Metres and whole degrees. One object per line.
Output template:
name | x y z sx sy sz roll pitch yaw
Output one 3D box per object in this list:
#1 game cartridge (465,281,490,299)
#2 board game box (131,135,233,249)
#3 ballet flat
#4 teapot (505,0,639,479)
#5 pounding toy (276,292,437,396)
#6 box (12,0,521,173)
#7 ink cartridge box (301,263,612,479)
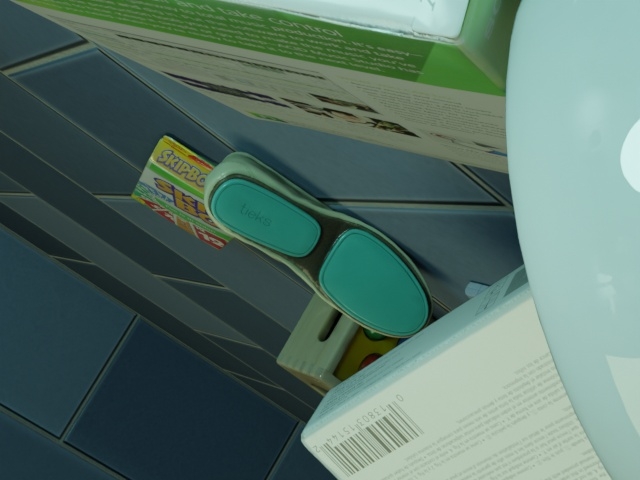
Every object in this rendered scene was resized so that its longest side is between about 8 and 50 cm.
game cartridge | 0.171 0.063 1.134 0.083 0.017 0.056 20 160 39
board game box | -0.136 -0.047 1.372 0.124 0.039 0.259 32 165 -7
ballet flat | 0.000 0.000 1.173 0.248 0.086 0.086 36 166 -16
teapot | 0.190 -0.013 0.390 0.187 0.253 0.256 -16 161 33
pounding toy | 0.061 0.157 1.362 0.206 0.181 0.094 39 164 -34
box | 0.006 -0.090 0.567 0.232 0.059 0.322 15 180 22
ink cartridge box | 0.172 0.155 0.882 0.261 0.066 0.296 48 128 -7
